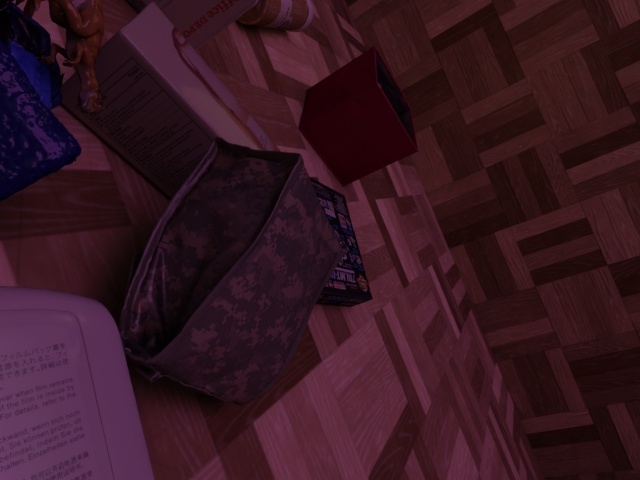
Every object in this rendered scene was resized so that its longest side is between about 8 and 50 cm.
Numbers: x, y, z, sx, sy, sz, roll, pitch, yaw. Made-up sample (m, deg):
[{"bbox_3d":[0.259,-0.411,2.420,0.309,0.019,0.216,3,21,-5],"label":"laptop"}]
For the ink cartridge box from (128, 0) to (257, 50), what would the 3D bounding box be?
[{"bbox_3d":[-0.268,-0.507,0.740,0.283,0.207,0.117,40,38,-43],"label":"ink cartridge box"}]

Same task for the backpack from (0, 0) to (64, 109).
[{"bbox_3d":[-0.340,-0.179,0.465,0.101,0.097,0.120,40,33,-65],"label":"backpack"}]

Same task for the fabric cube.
[{"bbox_3d":[0.119,-0.374,1.301,0.254,0.258,0.259,46,33,-34],"label":"fabric cube"}]

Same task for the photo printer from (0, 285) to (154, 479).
[{"bbox_3d":[-0.257,0.186,0.315,0.256,0.107,0.308,-1,69,-62],"label":"photo printer"}]

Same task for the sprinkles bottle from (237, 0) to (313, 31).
[{"bbox_3d":[-0.133,-0.679,1.229,0.121,0.121,0.355,61,27,-11],"label":"sprinkles bottle"}]

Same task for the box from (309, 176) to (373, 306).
[{"bbox_3d":[0.000,0.000,0.985,0.295,0.073,0.294,17,55,-58],"label":"box"}]

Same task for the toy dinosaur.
[{"bbox_3d":[-0.262,-0.248,0.467,0.112,0.064,0.212,12,90,-57],"label":"toy dinosaur"}]

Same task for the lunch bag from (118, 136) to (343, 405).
[{"bbox_3d":[-0.110,0.058,0.557,0.287,0.168,0.235,-64,152,-22],"label":"lunch bag"}]

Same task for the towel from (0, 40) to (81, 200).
[{"bbox_3d":[-0.382,-0.140,0.326,0.227,0.076,0.308,-42,110,-28],"label":"towel"}]

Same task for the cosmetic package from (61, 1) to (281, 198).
[{"bbox_3d":[-0.208,-0.171,0.649,0.296,0.153,0.129,48,30,-35],"label":"cosmetic package"}]
